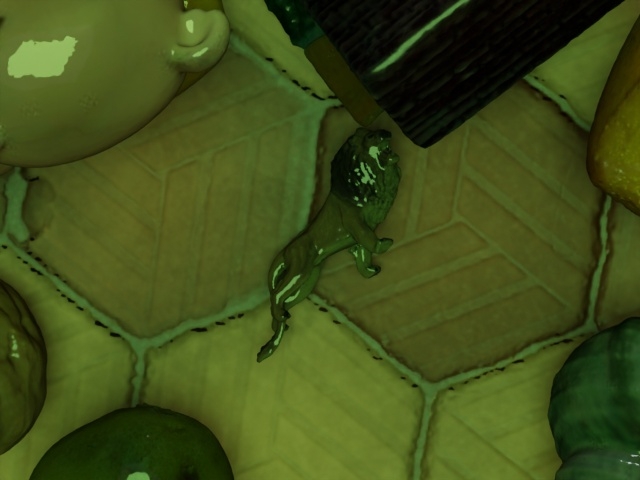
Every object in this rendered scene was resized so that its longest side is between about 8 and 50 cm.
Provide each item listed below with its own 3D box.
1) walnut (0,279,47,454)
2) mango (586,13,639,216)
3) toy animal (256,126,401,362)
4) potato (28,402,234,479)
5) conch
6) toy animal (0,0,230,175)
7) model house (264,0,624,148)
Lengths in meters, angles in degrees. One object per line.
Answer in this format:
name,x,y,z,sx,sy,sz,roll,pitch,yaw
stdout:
walnut,-0.301,0.105,1.464,0.166,0.149,0.167,7,67,-16
mango,0.328,-0.157,1.364,0.201,0.199,0.350,12,108,-41
toy animal,0.012,0.012,1.477,0.086,0.069,0.220,33,93,17
potato,-0.159,0.254,1.470,0.186,0.148,0.253,27,105,16
conch,0.287,0.156,1.434,0.277,0.195,0.220,-44,123,-18
toy animal,-0.248,-0.165,1.357,0.345,0.247,0.278,-19,117,5
model house,0.097,-0.219,1.354,0.280,0.249,0.230,-39,92,6
